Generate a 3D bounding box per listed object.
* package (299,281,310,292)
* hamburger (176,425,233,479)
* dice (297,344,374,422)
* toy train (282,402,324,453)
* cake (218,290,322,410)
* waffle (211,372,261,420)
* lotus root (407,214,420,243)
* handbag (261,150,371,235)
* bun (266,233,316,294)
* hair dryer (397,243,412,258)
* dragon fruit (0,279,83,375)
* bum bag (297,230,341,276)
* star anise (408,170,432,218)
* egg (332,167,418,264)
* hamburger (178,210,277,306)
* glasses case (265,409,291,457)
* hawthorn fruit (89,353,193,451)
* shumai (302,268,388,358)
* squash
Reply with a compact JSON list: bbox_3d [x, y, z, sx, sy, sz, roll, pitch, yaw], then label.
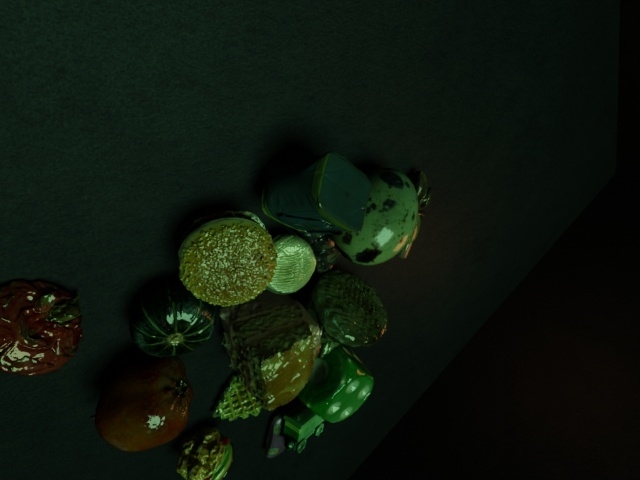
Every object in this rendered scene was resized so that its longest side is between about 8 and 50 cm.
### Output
[{"bbox_3d":[-0.076,0.181,1.601,0.059,0.029,0.083,-50,147,8],"label":"package"},{"bbox_3d":[-0.486,0.883,1.662,0.237,0.237,0.148,-35,134,-14],"label":"hamburger"},{"bbox_3d":[0.049,0.635,1.862,0.297,0.287,0.300,-48,138,-4],"label":"dice"},{"bbox_3d":[-0.072,0.921,2.031,0.301,0.120,0.202,-11,115,-55],"label":"toy train"},{"bbox_3d":[-0.178,0.385,1.468,0.293,0.307,0.313,-19,130,-34],"label":"cake"},{"bbox_3d":[-0.308,0.666,1.749,0.297,0.073,0.317,22,112,-41],"label":"waffle"},{"bbox_3d":[0.346,-0.059,1.576,0.091,0.077,0.182,-18,134,-26],"label":"lotus root"},{"bbox_3d":[-0.012,-0.134,1.208,0.263,0.241,0.222,22,72,-46],"label":"handbag"},{"bbox_3d":[-0.132,0.073,1.393,0.221,0.134,0.220,-12,118,-25],"label":"bun"},{"bbox_3d":[0.332,0.023,1.800,0.182,0.064,0.117,-3,122,-32],"label":"hair dryer"},{"bbox_3d":[-0.718,0.222,1.007,0.205,0.152,0.317,-53,138,3],"label":"dragon fruit"},{"bbox_3d":[0.000,0.000,1.479,0.144,0.095,0.340,-32,134,-13],"label":"bum bag"},{"bbox_3d":[0.342,-0.140,1.647,0.316,0.108,0.315,-20,133,-23],"label":"star anise"},{"bbox_3d":[0.195,-0.090,1.418,0.287,0.288,0.379,43,70,-48],"label":"egg"},{"bbox_3d":[-0.272,0.056,1.185,0.303,0.170,0.301,-6,111,-16],"label":"hamburger"},{"bbox_3d":[-0.213,0.999,2.073,0.123,0.076,0.316,-11,125,-38],"label":"glasses case"},{"bbox_3d":[-0.581,0.515,1.273,0.331,0.286,0.287,-20,136,4],"label":"hawthorn fruit"},{"bbox_3d":[0.054,0.319,1.614,0.323,0.324,0.398,-43,165,30],"label":"shumai"},{"bbox_3d":[-0.449,0.244,1.235,0.253,0.165,0.252,-14,132,-16],"label":"squash"}]
